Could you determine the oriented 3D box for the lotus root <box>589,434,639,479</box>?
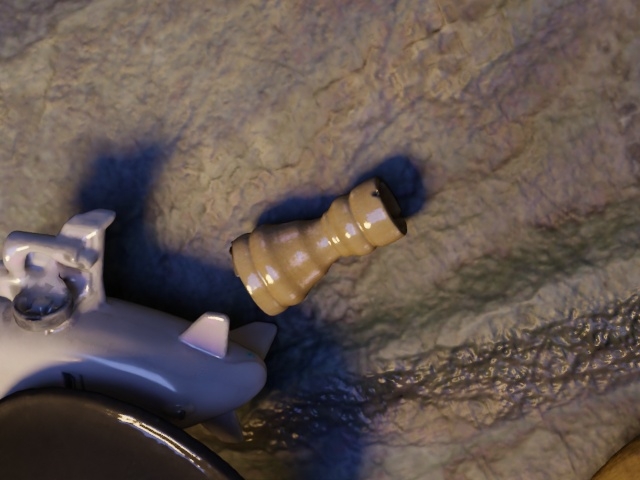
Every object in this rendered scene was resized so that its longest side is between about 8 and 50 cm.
[{"bbox_3d":[0.241,0.226,1.182,0.146,0.131,0.303,42,111,-1],"label":"lotus root"}]

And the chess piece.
[{"bbox_3d":[0.000,0.000,1.219,0.122,0.066,0.066,-30,97,16],"label":"chess piece"}]

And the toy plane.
[{"bbox_3d":[-0.162,0.089,1.258,0.252,0.118,0.252,8,126,11],"label":"toy plane"}]

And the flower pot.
[{"bbox_3d":[-0.170,0.255,1.200,0.269,0.166,0.269,16,138,15],"label":"flower pot"}]
